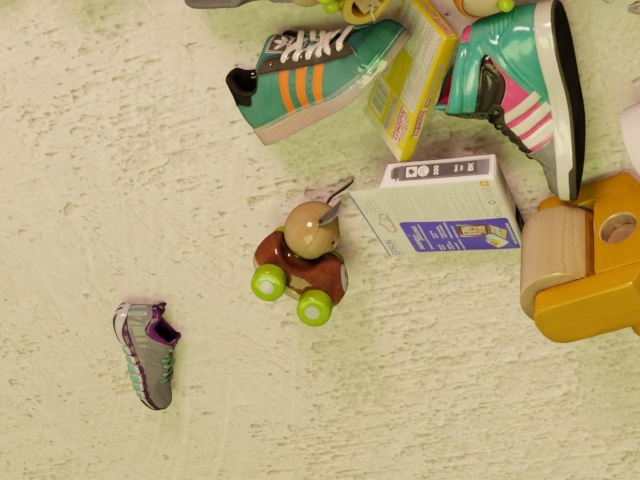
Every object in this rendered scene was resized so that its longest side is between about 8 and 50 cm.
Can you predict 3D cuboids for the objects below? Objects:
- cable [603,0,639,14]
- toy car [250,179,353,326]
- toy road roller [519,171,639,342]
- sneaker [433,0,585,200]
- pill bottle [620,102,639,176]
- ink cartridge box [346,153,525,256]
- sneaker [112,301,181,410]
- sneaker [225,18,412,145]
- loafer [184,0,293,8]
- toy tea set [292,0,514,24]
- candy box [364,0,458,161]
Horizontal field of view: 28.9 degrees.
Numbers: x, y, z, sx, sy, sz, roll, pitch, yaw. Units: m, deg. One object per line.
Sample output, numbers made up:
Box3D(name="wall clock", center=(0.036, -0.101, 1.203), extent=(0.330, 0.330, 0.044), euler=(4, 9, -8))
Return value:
Box3D(name="cable", center=(0.438, -0.387, 1.395), extent=(0.257, 0.089, 0.257), euler=(0, 127, 18))
Box3D(name="toy car", center=(0.000, 0.000, 1.826), extent=(0.149, 0.155, 0.188), euler=(29, 119, -6))
Box3D(name="toy road roller", center=(0.452, 0.048, 1.674), extent=(0.330, 0.202, 0.240), euler=(-17, 131, 27))
Box3D(name="sneaker", center=(0.241, -0.171, 1.613), extent=(0.178, 0.123, 0.295), euler=(-1, 130, 23))
Box3D(name="pill bottle", center=(0.497, -0.154, 1.533), extent=(0.229, 0.131, 0.131), euler=(-20, 119, 30))
Box3D(name="ink cartridge box", center=(0.166, -0.044, 1.740), extent=(0.208, 0.045, 0.206), euler=(-5, 151, 20))
Box3D(name="sneaker", center=(-0.275, 0.201, 2.118), extent=(0.098, 0.083, 0.223), euler=(-6, 125, 17))
Box3D(name="sneaker", center=(-0.016, -0.230, 1.648), extent=(0.302, 0.108, 0.121), euler=(-26, 112, 43))
Box3D(name="loafer", center=(-0.048, -0.357, 1.575), extent=(0.303, 0.109, 0.095), euler=(-2, 122, 23))
Box3D(name="toy tea set", center=(0.115, -0.315, 1.430), extent=(0.336, 0.124, 0.200), euler=(-22, 149, -16))
Box3D(name="candy box", center=(0.117, -0.215, 1.639), extent=(0.027, 0.105, 0.206), euler=(-11, 140, -30))
